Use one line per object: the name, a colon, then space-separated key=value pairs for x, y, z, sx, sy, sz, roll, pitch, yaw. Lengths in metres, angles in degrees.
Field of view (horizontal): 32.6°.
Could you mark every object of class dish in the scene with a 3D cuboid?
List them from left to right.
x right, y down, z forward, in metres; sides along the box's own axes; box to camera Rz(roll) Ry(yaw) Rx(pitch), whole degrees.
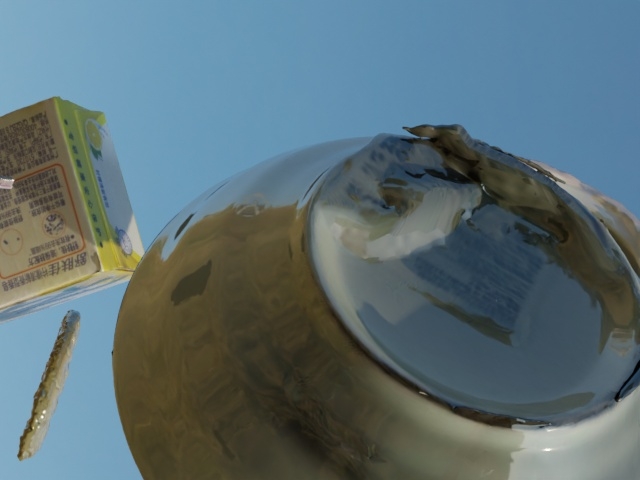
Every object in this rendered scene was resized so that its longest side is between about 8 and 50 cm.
dish: x=0.061 y=0.040 z=0.531 sx=0.316 sy=0.316 sz=0.106 roll=55 pitch=-36 yaw=27

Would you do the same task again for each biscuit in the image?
biscuit: x=-0.412 y=0.205 z=1.703 sx=0.141 sy=0.038 sz=0.290 roll=117 pitch=-13 yaw=-46

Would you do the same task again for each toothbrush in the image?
toothbrush: x=-0.249 y=-0.042 z=0.750 sx=0.006 sy=0.097 sz=0.008 roll=31 pitch=-74 yaw=30

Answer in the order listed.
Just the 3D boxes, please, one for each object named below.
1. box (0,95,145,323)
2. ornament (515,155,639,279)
box: x=-0.309 y=-0.007 z=1.000 sx=0.265 sy=0.097 sz=0.168 roll=-20 pitch=-95 yaw=15
ornament: x=0.136 y=0.074 z=0.808 sx=0.259 sy=0.259 sz=0.225 roll=52 pitch=-52 yaw=30
